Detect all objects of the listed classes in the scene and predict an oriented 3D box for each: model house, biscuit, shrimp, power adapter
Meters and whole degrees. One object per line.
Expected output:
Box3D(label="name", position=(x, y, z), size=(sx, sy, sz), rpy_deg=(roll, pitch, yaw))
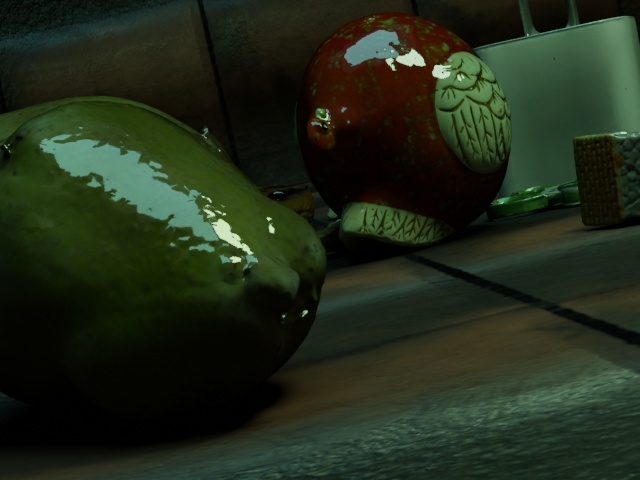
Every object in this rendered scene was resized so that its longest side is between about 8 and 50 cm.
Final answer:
Box3D(label="model house", position=(0.285, -0.064, 1.303), size=(0.100, 0.087, 0.101), rpy_deg=(-8, 3, 31))
Box3D(label="biscuit", position=(-0.143, -0.028, 2.046), size=(0.296, 0.075, 0.296), rpy_deg=(-7, 5, 1))
Box3D(label="shrimp", position=(0.001, 0.001, 1.630), size=(0.124, 0.034, 0.178), rpy_deg=(-17, 6, 40))
Box3D(label="power adapter", position=(0.282, -0.182, 1.696), size=(0.187, 0.255, 0.124), rpy_deg=(-11, 3, 21))

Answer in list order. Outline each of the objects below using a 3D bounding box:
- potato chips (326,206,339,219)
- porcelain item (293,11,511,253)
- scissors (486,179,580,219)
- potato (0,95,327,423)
Box3D(label="potato chips", position=(0.076, -0.059, 2.130), size=(0.142, 0.026, 0.209), rpy_deg=(-14, 5, 19))
Box3D(label="porcelain item", position=(0.062, -0.107, 1.489), size=(0.253, 0.253, 0.253), rpy_deg=(-13, 5, 1))
Box3D(label="scissors", position=(0.274, -0.052, 1.546), size=(0.204, 0.027, 0.101), rpy_deg=(-11, 8, 45))
Box3D(label="potato", position=(-0.128, 0.015, 0.914), size=(0.218, 0.202, 0.351), rpy_deg=(-2, 10, -42))
